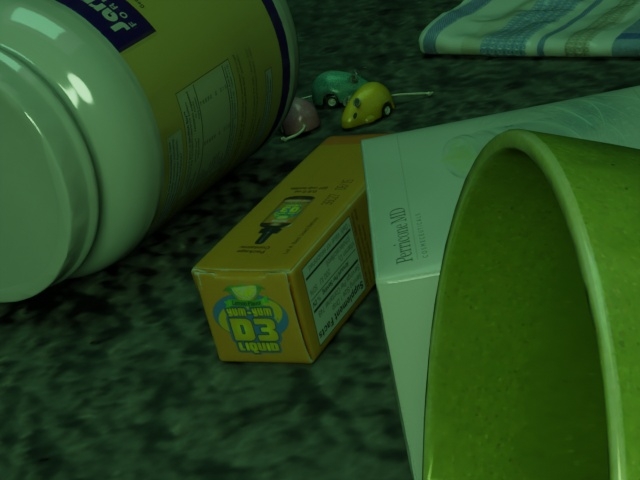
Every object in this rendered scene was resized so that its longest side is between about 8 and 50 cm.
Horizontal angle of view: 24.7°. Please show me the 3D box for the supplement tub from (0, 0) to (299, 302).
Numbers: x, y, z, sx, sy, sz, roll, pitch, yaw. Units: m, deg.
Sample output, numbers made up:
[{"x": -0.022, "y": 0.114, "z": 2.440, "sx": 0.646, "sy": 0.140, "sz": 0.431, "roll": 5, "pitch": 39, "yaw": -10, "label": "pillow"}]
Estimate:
[{"x": -0.190, "y": -0.115, "z": 1.199, "sx": 0.241, "sy": 0.241, "sz": 0.331, "roll": 2, "pitch": 27, "yaw": 30, "label": "supplement tub"}]

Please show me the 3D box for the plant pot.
[{"x": 0.206, "y": 0.100, "z": 0.539, "sx": 0.293, "sy": 0.275, "sz": 0.275, "roll": 1, "pitch": 22, "yaw": -7, "label": "plant pot"}]

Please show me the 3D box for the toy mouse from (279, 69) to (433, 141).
[{"x": 0.002, "y": -0.137, "z": 1.415, "sx": 0.161, "sy": 0.031, "sz": 0.143, "roll": -28, "pitch": 28, "yaw": -31, "label": "toy mouse"}]

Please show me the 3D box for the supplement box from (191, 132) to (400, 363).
[{"x": 0.000, "y": 0.000, "z": 1.053, "sx": 0.078, "sy": 0.080, "sz": 0.233, "roll": 0, "pitch": 25, "yaw": 28, "label": "supplement box"}]

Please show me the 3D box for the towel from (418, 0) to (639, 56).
[{"x": 0.265, "y": -0.237, "z": 1.512, "sx": 0.285, "sy": 0.034, "sz": 0.209, "roll": 6, "pitch": 30, "yaw": 36, "label": "towel"}]

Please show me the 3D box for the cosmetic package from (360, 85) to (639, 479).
[{"x": 0.145, "y": 0.014, "z": 0.875, "sx": 0.224, "sy": 0.138, "sz": 0.224, "roll": -12, "pitch": 23, "yaw": 4, "label": "cosmetic package"}]
